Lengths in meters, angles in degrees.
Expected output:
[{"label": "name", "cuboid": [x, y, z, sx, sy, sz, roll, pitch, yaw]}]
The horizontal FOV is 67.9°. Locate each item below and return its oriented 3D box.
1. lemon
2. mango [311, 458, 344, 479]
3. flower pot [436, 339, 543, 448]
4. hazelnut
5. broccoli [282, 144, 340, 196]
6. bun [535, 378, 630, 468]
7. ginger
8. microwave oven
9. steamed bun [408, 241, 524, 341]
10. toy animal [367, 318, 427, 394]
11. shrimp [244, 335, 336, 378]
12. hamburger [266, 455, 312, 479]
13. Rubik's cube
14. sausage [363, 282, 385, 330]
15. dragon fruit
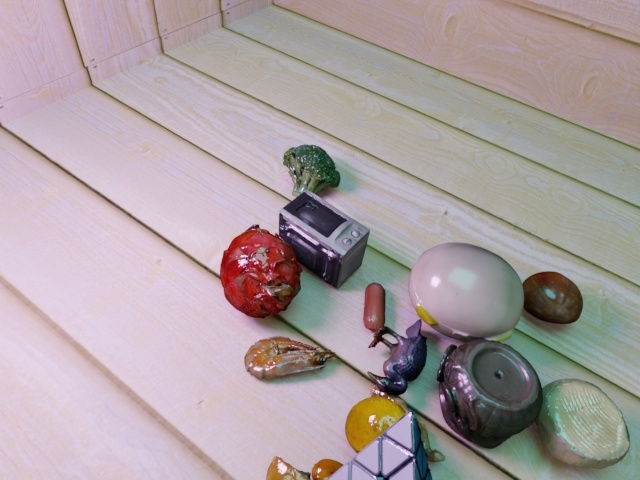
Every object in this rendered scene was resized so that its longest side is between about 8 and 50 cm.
[{"label": "lemon", "cuboid": [0.157, 0.517, 1.305, 0.169, 0.207, 0.170, 3, 83, -24]}, {"label": "mango", "cuboid": [0.032, 0.633, 1.280, 0.114, 0.061, 0.080, 14, 34, 9]}, {"label": "flower pot", "cuboid": [0.476, 0.441, 1.397, 0.301, 0.213, 0.302, 3, 47, -3]}, {"label": "hazelnut", "cuboid": [0.810, 0.203, 1.665, 0.214, 0.177, 0.214, 10, 21, -4]}, {"label": "broccoli", "cuboid": [-0.044, -0.291, 2.026, 0.269, 0.261, 0.242, 15, 87, 12]}, {"label": "bun", "cuboid": [0.736, 0.535, 1.380, 0.259, 0.152, 0.259, 4, 51, -4]}, {"label": "ginger", "cuboid": [0.248, 0.531, 1.389, 0.089, 0.075, 0.288, -20, 49, -28]}, {"label": "microwave oven", "cuboid": [0.000, 0.000, 1.731, 0.295, 0.238, 0.181, 34, 53, 21]}, {"label": "steamed bun", "cuboid": [0.477, 0.171, 1.574, 0.373, 0.334, 0.334, 17, 48, 5]}, {"label": "toy animal", "cuboid": [0.252, 0.357, 1.506, 0.185, 0.122, 0.298, 43, 41, 21]}, {"label": "shrimp", "cuboid": [-0.095, 0.366, 1.511, 0.294, 0.062, 0.154, 0, 42, -4]}, {"label": "hamburger", "cuboid": [-0.039, 0.666, 1.200, 0.262, 0.124, 0.131, 31, 53, 22]}, {"label": "Rubik's cube", "cuboid": [0.189, 0.599, 1.169, 0.233, 0.228, 0.229, -34, 74, -30]}, {"label": "sausage", "cuboid": [0.188, 0.229, 1.656, 0.077, 0.077, 0.194, 7, 47, 1]}, {"label": "dragon fruit", "cuboid": [-0.204, 0.106, 1.594, 0.277, 0.278, 0.342, -16, 33, -20]}]
